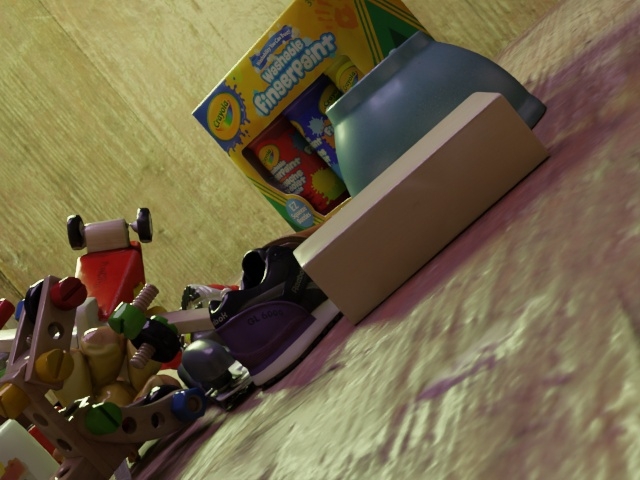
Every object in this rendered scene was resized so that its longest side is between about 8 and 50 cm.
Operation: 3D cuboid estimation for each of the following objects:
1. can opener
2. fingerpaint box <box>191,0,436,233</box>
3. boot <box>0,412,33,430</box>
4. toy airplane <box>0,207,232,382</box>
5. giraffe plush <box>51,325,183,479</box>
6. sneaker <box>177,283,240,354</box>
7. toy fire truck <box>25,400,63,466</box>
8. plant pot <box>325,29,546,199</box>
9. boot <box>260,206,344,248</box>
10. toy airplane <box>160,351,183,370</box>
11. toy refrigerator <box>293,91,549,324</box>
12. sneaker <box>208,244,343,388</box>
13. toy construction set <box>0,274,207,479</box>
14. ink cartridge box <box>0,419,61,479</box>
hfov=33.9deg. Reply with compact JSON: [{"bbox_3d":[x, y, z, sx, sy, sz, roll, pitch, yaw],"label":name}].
[{"bbox_3d":[-0.139,0.151,1.328,0.076,0.095,0.283,-42,11,-15],"label":"can opener"},{"bbox_3d":[0.025,-0.225,1.881,0.163,0.371,0.445,-45,6,-40],"label":"fingerpaint box"},{"bbox_3d":[-0.613,0.416,1.881,0.096,0.264,0.280,1,23,24],"label":"boot"},{"bbox_3d":[-0.334,0.147,1.676,0.386,0.272,0.384,20,38,37],"label":"toy airplane"},{"bbox_3d":[-0.272,0.232,1.419,0.181,0.210,0.170,-2,-17,-6],"label":"giraffe plush"},{"bbox_3d":[-0.200,0.160,1.931,0.118,0.107,0.279,-7,-22,-21],"label":"sneaker"},{"bbox_3d":[-0.398,0.312,1.863,0.217,0.158,0.246,-44,-5,-37],"label":"toy fire truck"},{"bbox_3d":[0.133,-0.162,1.446,0.293,0.196,0.293,-41,5,4],"label":"plant pot"},{"bbox_3d":[0.000,0.000,1.626,0.197,0.073,0.152,-15,13,8],"label":"boot"},{"bbox_3d":[-0.280,0.220,1.868,0.151,0.151,0.028,-36,50,53],"label":"toy airplane"},{"bbox_3d":[0.105,-0.035,1.118,0.269,0.094,0.102,-42,11,0],"label":"toy refrigerator"},{"bbox_3d":[-0.020,0.039,1.235,0.107,0.124,0.283,-36,6,44],"label":"sneaker"},{"bbox_3d":[-0.315,0.193,1.193,0.309,0.257,0.237,9,50,31],"label":"toy construction set"},{"bbox_3d":[-0.543,0.446,1.494,0.279,0.160,0.384,-41,4,6],"label":"ink cartridge box"}]
